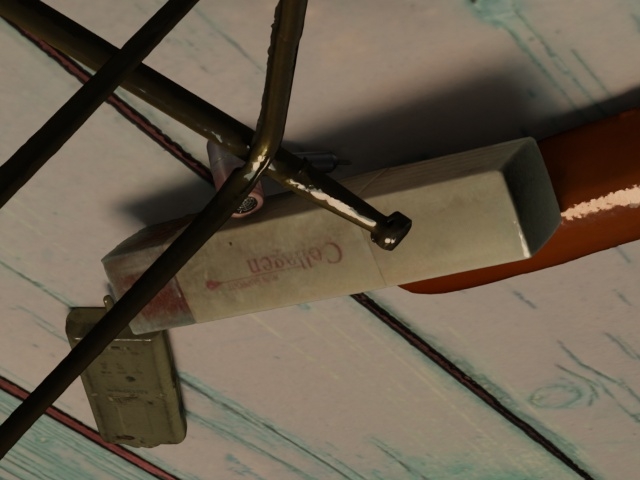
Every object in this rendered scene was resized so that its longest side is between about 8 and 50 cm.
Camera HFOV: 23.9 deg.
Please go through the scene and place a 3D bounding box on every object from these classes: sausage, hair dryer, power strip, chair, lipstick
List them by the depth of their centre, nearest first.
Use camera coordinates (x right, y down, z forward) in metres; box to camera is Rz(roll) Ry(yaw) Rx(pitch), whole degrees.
[{"bbox_3d":[-0.194,-0.072,0.804,0.410,0.364,0.362,39,160,10],"label":"chair"},{"bbox_3d":[0.181,-0.028,1.177,0.348,0.094,0.097,-20,135,29],"label":"sausage"},{"bbox_3d":[0.000,0.000,1.179,0.371,0.080,0.076,-12,106,33],"label":"lipstick"},{"bbox_3d":[-0.029,-0.055,1.187,0.114,0.063,0.037,-4,146,-18],"label":"hair dryer"},{"bbox_3d":[-0.188,0.128,1.472,0.092,0.034,0.268,0,146,3],"label":"power strip"}]
